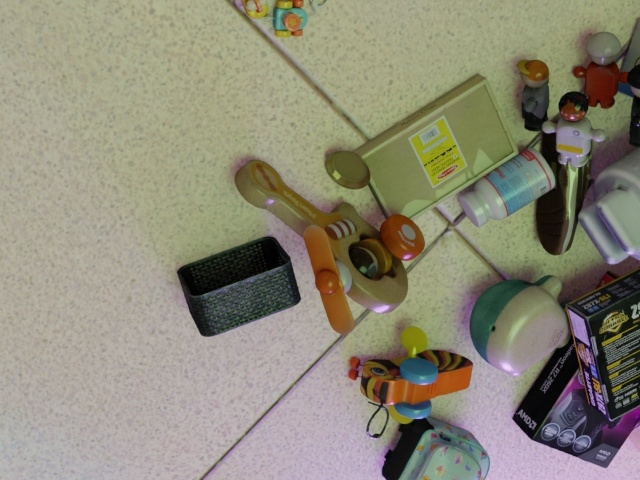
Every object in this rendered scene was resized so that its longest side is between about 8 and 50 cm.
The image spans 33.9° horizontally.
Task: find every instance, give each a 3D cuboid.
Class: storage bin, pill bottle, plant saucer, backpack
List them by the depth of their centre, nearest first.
[{"bbox_3d":[-0.137,0.076,1.765,0.180,0.122,0.084,-19,118,-12],"label":"storage bin"},{"bbox_3d":[0.049,-0.123,1.785,0.083,0.083,0.015,61,40,-30],"label":"plant saucer"},{"bbox_3d":[0.335,-0.092,1.890,0.160,0.087,0.087,-31,120,-5],"label":"pill bottle"},{"bbox_3d":[0.241,0.447,2.071,0.188,0.144,0.165,20,99,-30],"label":"backpack"}]

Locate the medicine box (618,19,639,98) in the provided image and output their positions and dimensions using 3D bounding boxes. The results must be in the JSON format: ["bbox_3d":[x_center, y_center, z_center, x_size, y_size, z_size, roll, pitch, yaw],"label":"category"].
[{"bbox_3d":[0.730,-0.279,1.855,0.289,0.263,0.149,5,110,-24],"label":"medicine box"}]

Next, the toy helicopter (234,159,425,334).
[{"bbox_3d":[0.000,0.000,1.741,0.355,0.235,0.140,37,128,-14],"label":"toy helicopter"}]

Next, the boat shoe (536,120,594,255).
[{"bbox_3d":[0.465,-0.096,1.937,0.095,0.095,0.257,-11,116,-23],"label":"boat shoe"}]

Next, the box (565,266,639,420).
[{"bbox_3d":[0.652,0.170,2.034,0.322,0.079,0.257,-26,116,-10],"label":"box"}]

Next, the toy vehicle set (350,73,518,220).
[{"bbox_3d":[0.204,-0.154,1.841,0.267,0.035,0.166,-32,121,-5],"label":"toy vehicle set"}]

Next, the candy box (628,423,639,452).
[{"bbox_3d":[0.749,0.361,2.153,0.183,0.087,0.316,-35,161,-5],"label":"candy box"}]

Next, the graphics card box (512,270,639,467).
[{"bbox_3d":[0.586,0.271,2.150,0.233,0.094,0.370,25,103,-29],"label":"graphics card box"}]

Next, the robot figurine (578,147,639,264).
[{"bbox_3d":[0.643,-0.093,1.906,0.354,0.300,0.199,-30,87,-19],"label":"robot figurine"}]

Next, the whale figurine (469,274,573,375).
[{"bbox_3d":[0.392,0.154,2.020,0.272,0.141,0.216,-1,116,-47],"label":"whale figurine"}]

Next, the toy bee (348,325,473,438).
[{"bbox_3d":[0.142,0.249,1.955,0.298,0.162,0.195,14,101,-52],"label":"toy bee"}]

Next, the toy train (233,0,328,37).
[{"bbox_3d":[-0.063,-0.387,1.626,0.166,0.046,0.125,36,97,-30],"label":"toy train"}]

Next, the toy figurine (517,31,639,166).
[{"bbox_3d":[0.459,-0.247,1.796,0.210,0.213,0.148,-16,130,-8],"label":"toy figurine"}]
